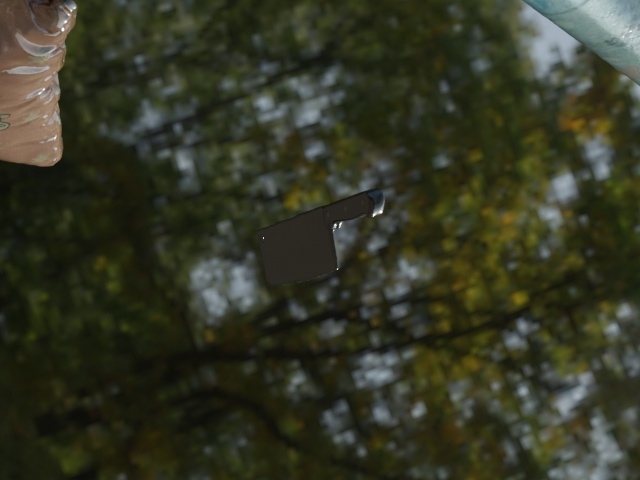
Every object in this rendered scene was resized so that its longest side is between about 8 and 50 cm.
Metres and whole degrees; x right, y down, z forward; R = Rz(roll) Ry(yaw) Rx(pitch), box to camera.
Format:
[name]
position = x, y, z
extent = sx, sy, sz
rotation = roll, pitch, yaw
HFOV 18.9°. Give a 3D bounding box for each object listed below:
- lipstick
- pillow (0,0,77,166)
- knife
[lipstick]
position = 0.134, -0.113, 0.905
extent = 0.048, 0.158, 0.048
rotation = -16, -116, 34
[pillow]
position = -0.276, -0.126, 1.279
extent = 0.236, 0.223, 0.084
rotation = 111, -10, -67
[knife]
position = 0.000, 0.000, 1.997
extent = 0.245, 0.019, 0.072
rotation = -21, -101, 58
